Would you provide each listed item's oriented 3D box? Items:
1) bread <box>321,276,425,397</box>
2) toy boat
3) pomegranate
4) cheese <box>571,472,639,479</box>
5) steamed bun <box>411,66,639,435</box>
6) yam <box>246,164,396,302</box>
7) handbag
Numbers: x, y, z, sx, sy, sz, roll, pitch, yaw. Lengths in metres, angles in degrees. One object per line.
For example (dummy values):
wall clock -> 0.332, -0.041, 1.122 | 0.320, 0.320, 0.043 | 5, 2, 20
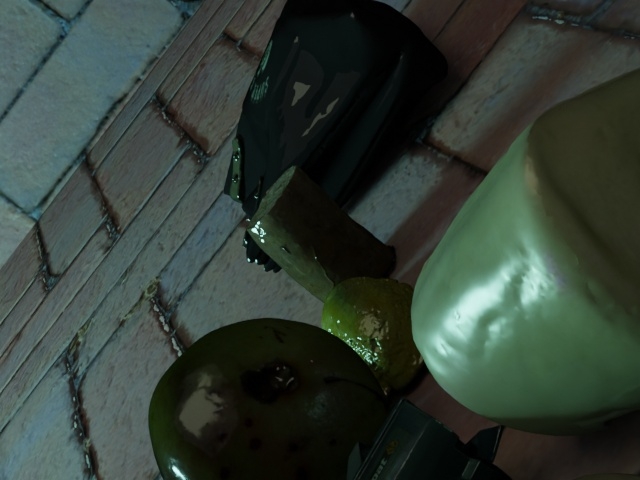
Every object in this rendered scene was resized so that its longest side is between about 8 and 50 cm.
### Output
bread -> 0.018, 0.092, 1.224 | 0.149, 0.065, 0.188 | -56, 20, 8
toy boat -> 0.028, 0.215, 0.924 | 0.103, 0.093, 0.246 | 1, 56, 59
pomegranate -> -0.042, 0.149, 1.103 | 0.179, 0.179, 0.210 | -62, 9, -24
cheese -> 0.119, 0.221, 0.659 | 0.218, 0.117, 0.235 | -35, 27, 46
steamed bun -> 0.171, 0.020, 0.874 | 0.200, 0.170, 0.225 | -28, -15, -31
yam -> -0.002, 0.002, 1.333 | 0.084, 0.127, 0.084 | -44, 17, 18
handbag -> -0.014, -0.131, 1.596 | 0.288, 0.152, 0.342 | -62, 16, 12
